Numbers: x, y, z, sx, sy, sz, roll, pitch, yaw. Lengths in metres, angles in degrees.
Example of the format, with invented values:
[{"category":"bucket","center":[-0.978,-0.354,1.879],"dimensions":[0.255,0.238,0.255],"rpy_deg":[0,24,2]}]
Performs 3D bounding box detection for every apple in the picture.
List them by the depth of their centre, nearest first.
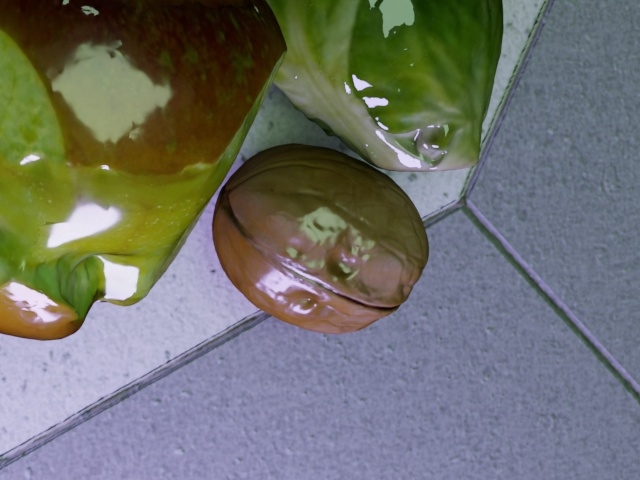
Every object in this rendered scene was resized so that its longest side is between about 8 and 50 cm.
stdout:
[{"category":"apple","center":[-0.214,-0.089,1.437],"dimensions":[0.374,0.384,0.374],"rpy_deg":[-17,119,-33]}]

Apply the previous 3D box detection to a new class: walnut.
[{"category":"walnut","center":[0.000,0.000,1.659],"dimensions":[0.207,0.167,0.167],"rpy_deg":[27,86,-20]}]

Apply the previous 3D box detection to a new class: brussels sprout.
[{"category":"brussels sprout","center":[0.060,-0.187,1.627],"dimensions":[0.219,0.210,0.271],"rpy_deg":[-30,104,-54]}]
